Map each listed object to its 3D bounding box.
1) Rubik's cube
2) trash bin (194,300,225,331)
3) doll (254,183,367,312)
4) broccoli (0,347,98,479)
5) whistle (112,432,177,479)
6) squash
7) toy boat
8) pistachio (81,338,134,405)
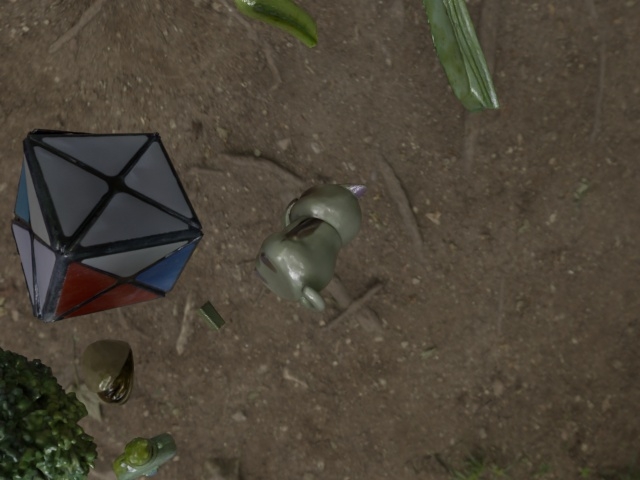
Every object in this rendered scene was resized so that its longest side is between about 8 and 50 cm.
[{"bbox_3d":[-0.486,-0.037,1.124,0.307,0.310,0.305,-10,153,-39],"label":"Rubik's cube"},{"bbox_3d":[-0.354,0.245,1.626,0.043,0.061,0.092,-41,94,-33],"label":"trash bin"},{"bbox_3d":[-0.031,0.001,1.344,0.226,0.370,0.215,22,150,7],"label":"doll"},{"bbox_3d":[-0.377,0.250,0.552,0.249,0.302,0.375,-31,177,-45],"label":"broccoli"},{"bbox_3d":[-0.283,0.350,0.814,0.104,0.057,0.198,-22,163,-24],"label":"whistle"},{"bbox_3d":[-0.104,-0.562,1.249,0.250,0.083,0.083,11,114,-41],"label":"squash"},{"bbox_3d":[0.247,-0.369,0.922,0.055,0.093,0.293,-26,102,-17],"label":"toy boat"},{"bbox_3d":[-0.512,0.317,1.238,0.131,0.206,0.129,-50,126,-11],"label":"pistachio"}]
